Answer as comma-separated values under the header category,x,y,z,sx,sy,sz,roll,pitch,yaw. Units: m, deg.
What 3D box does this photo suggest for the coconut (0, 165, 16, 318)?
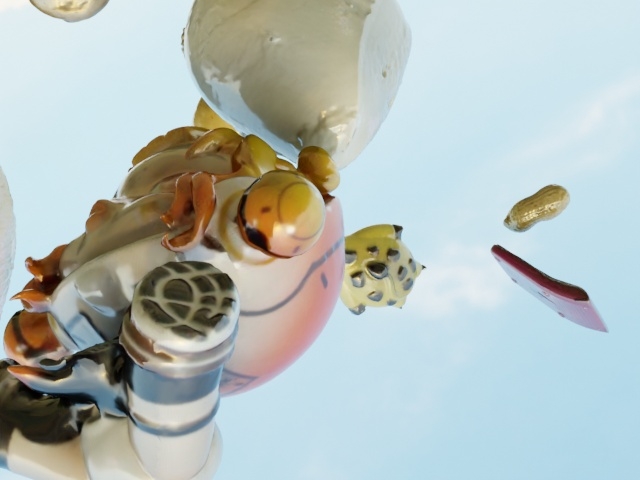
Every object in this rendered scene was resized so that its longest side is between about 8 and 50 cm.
category,x,y,z,sx,sy,sz,roll,pitch,yaw
coconut,-0.555,-0.004,1.368,0.405,0.404,0.404,-19,-149,12

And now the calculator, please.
category,x,y,z,sx,sy,sz,roll,pitch,yaw
calculator,0.339,0.075,1.659,0.190,0.126,0.034,32,-96,37

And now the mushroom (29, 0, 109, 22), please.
category,x,y,z,sx,sy,sz,roll,pitch,yaw
mushroom,-0.270,-0.314,1.182,0.097,0.088,0.212,5,-133,-22

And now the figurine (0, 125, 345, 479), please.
category,x,y,z,sx,sy,sz,roll,pitch,yaw
figurine,-0.097,0.041,0.817,0.320,0.196,0.323,-24,-157,36

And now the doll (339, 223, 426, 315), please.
category,x,y,z,sx,sy,sz,roll,pitch,yaw
doll,0.000,0.000,1.259,0.086,0.291,0.117,16,-100,60

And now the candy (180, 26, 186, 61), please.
category,x,y,z,sx,sy,sz,roll,pitch,yaw
candy,-0.154,-0.287,1.613,0.085,0.110,0.095,15,-118,18

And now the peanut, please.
category,x,y,z,sx,sy,sz,roll,pitch,yaw
peanut,0.328,-0.047,1.689,0.113,0.054,0.054,-30,-154,26

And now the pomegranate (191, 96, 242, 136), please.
category,x,y,z,sx,sy,sz,roll,pitch,yaw
pomegranate,-0.154,-0.218,2.158,0.196,0.196,0.196,-19,-149,12

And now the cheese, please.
category,x,y,z,sx,sy,sz,roll,pitch,yaw
cheese,-0.023,-0.166,0.952,0.189,0.154,0.198,20,-135,7
